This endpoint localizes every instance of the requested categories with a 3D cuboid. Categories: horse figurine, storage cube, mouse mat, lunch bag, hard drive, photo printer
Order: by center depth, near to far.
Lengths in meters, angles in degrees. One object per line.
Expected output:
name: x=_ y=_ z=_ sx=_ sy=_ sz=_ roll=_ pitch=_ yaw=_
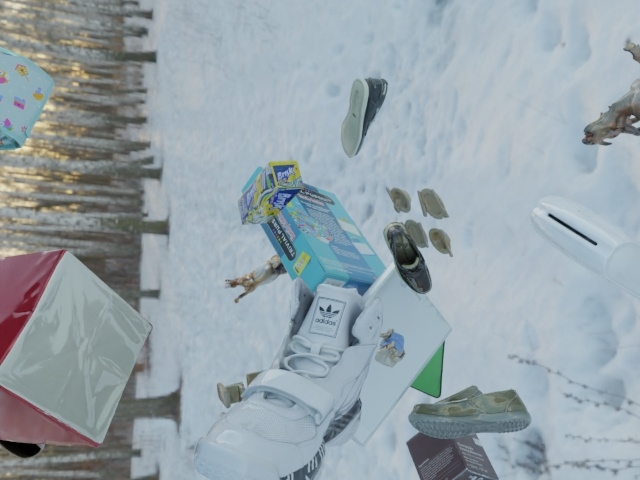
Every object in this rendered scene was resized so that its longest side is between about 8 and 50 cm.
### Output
storage cube: x=-0.372 y=0.143 z=0.836 sx=0.193 sy=0.215 sz=0.184 roll=-7 pitch=48 yaw=29
hard drive: x=0.114 y=0.223 z=1.275 sx=0.307 sy=0.203 sz=0.040 roll=-48 pitch=22 yaw=-20
photo printer: x=0.615 y=0.020 z=1.393 sx=0.107 sy=0.307 sz=0.256 roll=-58 pitch=34 yaw=13
mouse mat: x=0.226 y=0.262 z=1.506 sx=0.152 sy=0.007 sz=0.190 roll=16 pitch=109 yaw=44
lunch bag: x=-0.809 y=-0.352 z=1.557 sx=0.160 sy=0.262 sz=0.224 roll=-47 pitch=26 yaw=53
horse figurine: x=-0.144 y=0.085 z=1.721 sx=0.066 sy=0.263 sz=0.174 roll=58 pitch=-177 yaw=-7

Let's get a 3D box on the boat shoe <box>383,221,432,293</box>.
boat shoe: x=0.159 y=0.039 z=1.157 sx=0.152 sy=0.056 sz=0.049 roll=57 pitch=-174 yaw=-19

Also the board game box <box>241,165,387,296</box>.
board game box: x=0.000 y=0.000 z=1.406 sx=0.079 sy=0.253 sz=0.336 roll=-50 pitch=50 yaw=22

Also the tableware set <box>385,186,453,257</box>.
tableware set: x=0.189 y=-0.038 z=1.199 sx=0.168 sy=0.020 sz=0.141 roll=16 pitch=134 yaw=61

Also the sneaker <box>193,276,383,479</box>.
sneaker: x=-0.025 y=0.158 z=0.775 sx=0.366 sy=0.137 sz=0.210 roll=6 pitch=-83 yaw=-71

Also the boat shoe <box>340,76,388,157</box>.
boat shoe: x=0.106 y=-0.295 z=1.571 sx=0.084 sy=0.079 sz=0.233 roll=58 pitch=150 yaw=31

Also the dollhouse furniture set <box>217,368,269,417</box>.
dollhouse furniture set: x=-0.142 y=0.438 z=1.598 sx=0.161 sy=0.212 sz=0.242 roll=-172 pitch=75 yaw=-68

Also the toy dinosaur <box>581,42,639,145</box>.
toy dinosaur: x=0.681 y=-0.264 z=1.259 sx=0.127 sy=0.295 sz=0.200 roll=-59 pitch=-37 yaw=-25

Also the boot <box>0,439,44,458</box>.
boot: x=-0.604 y=0.275 z=1.177 sx=0.305 sy=0.112 sz=0.115 roll=58 pitch=171 yaw=-22

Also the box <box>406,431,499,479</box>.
box: x=0.402 y=0.680 z=1.975 sx=0.167 sy=0.168 sz=0.203 roll=-47 pitch=36 yaw=21

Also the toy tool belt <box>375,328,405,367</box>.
toy tool belt: x=0.126 y=0.179 z=1.116 sx=0.083 sy=0.052 sz=0.051 roll=-54 pitch=-19 yaw=-63

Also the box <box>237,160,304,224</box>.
box: x=-0.094 y=-0.085 z=1.177 sx=0.169 sy=0.059 sz=0.054 roll=-38 pitch=63 yaw=56

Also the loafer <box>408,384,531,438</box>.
loafer: x=0.309 y=0.358 z=1.352 sx=0.094 sy=0.251 sz=0.088 roll=84 pitch=-175 yaw=-51
